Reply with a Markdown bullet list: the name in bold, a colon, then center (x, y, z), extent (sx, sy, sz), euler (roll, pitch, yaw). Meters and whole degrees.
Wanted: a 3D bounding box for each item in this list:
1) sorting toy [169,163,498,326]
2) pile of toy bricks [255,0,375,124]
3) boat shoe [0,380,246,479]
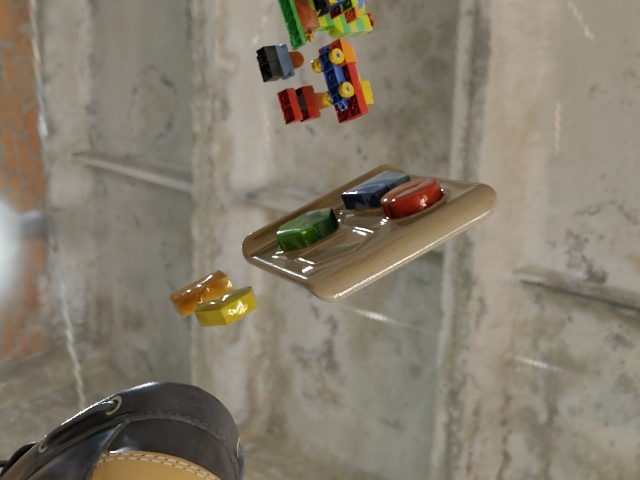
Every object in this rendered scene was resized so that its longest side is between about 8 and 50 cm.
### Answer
- **sorting toy**: center (0.000, 0.000, 1.113), extent (0.229, 0.307, 0.041), euler (25, -40, 64)
- **pile of toy bricks**: center (0.009, -0.212, 1.020), extent (0.118, 0.105, 0.212), euler (-17, -93, 49)
- **boat shoe**: center (-0.200, 0.253, 0.865), extent (0.500, 0.186, 0.156), euler (-43, -151, 47)
